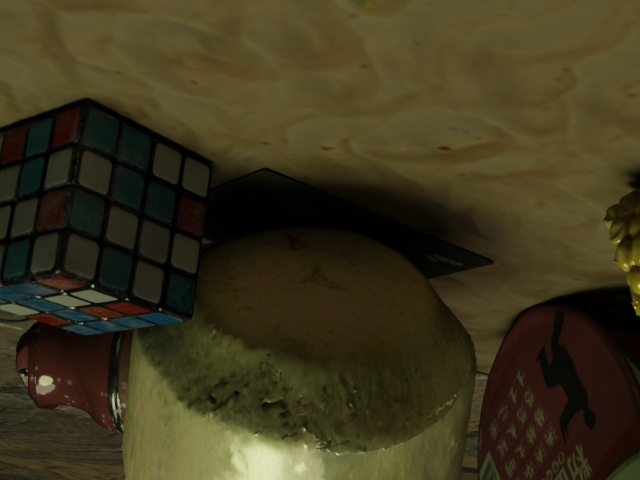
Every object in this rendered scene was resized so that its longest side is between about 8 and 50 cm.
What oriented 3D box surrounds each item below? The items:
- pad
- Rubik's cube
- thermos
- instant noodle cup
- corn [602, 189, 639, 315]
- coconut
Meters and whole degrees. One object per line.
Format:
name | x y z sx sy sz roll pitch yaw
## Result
pad | 0.000 0.000 0.703 0.190 0.004 0.127 21 155 -35
Rubik's cube | -0.125 -0.007 0.586 0.092 0.092 0.092 -11 156 39
thermos | -0.084 0.100 0.856 0.330 0.109 0.136 3 161 9
instant noodle cup | 0.241 0.162 0.789 0.179 0.234 0.235 2 163 -18
corn | 0.255 0.002 0.499 0.244 0.093 0.093 -7 157 40
coconut | -0.018 0.118 0.664 0.224 0.224 0.234 9 123 -9
